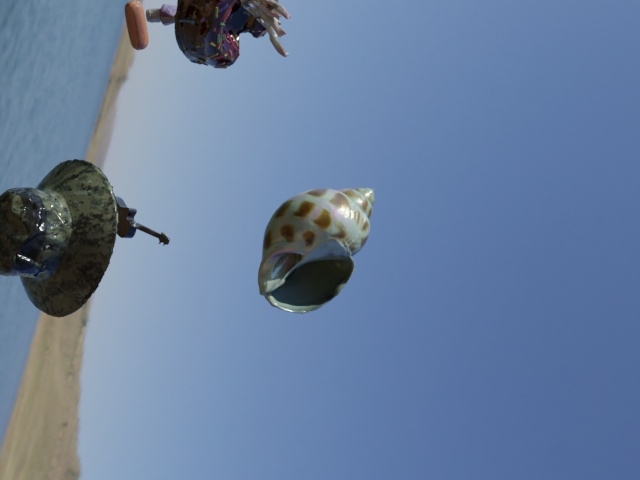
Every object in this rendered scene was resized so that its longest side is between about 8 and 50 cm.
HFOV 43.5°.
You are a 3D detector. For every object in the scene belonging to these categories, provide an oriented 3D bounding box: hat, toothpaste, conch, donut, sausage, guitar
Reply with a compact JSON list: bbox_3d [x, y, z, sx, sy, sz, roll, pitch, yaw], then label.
[{"bbox_3d":[-0.425,-0.010,1.182,0.265,0.128,0.265,-5,-99,38],"label":"hat"},{"bbox_3d":[-0.241,-0.516,1.801,0.048,0.301,0.075,80,7,-67],"label":"toothpaste"},{"bbox_3d":[-0.001,0.000,1.890,0.368,0.249,0.197,-30,-166,-4],"label":"conch"},{"bbox_3d":[-0.172,-0.440,1.534,0.230,0.096,0.216,-36,152,-36],"label":"donut"},{"bbox_3d":[-0.318,-0.373,1.389,0.034,0.034,0.083,-109,-168,-62],"label":"sausage"},{"bbox_3d":[-0.404,-0.031,1.740,0.233,0.025,0.088,22,-80,37],"label":"guitar"}]

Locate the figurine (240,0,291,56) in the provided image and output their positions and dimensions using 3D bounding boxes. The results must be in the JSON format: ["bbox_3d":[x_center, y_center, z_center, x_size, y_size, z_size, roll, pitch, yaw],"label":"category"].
[{"bbox_3d":[-0.106,-0.457,1.216,0.206,0.316,0.284,-49,-132,0],"label":"figurine"}]
